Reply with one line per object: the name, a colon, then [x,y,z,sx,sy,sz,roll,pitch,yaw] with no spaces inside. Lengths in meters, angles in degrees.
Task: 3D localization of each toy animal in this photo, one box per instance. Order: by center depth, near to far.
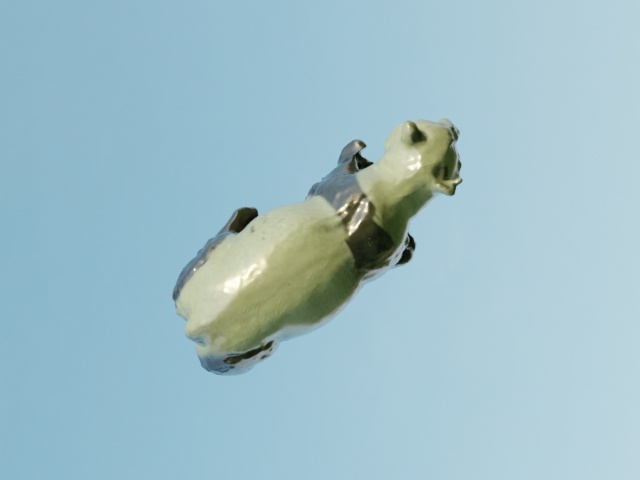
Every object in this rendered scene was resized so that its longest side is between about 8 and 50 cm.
toy animal: [0.000,0.000,0.730,0.093,0.225,0.121,58,180,-2]
